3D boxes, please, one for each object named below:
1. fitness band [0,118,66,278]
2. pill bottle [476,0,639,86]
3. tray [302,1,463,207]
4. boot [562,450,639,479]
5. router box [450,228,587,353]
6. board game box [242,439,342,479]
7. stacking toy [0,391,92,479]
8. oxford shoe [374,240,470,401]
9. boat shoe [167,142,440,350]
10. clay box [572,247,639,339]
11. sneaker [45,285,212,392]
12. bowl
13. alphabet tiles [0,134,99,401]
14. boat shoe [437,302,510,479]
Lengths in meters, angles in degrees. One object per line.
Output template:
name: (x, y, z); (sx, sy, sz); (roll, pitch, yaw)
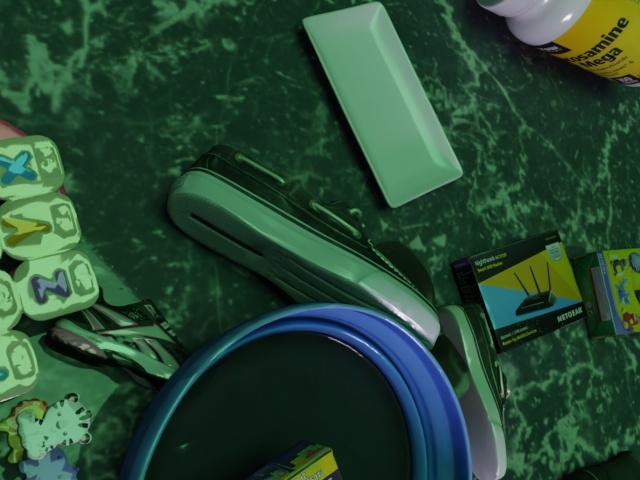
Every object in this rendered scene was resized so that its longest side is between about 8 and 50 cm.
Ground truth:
fitness band: (-0.377, -0.024, 0.620); (0.290, 0.054, 0.209); (0, 76, -28)
pill bottle: (0.411, -0.374, 1.089); (0.333, 0.188, 0.188); (13, 70, -25)
tray: (0.081, -0.183, 0.939); (0.145, 0.030, 0.270); (-25, 89, -32)
boot: (0.414, 0.392, 0.940); (0.137, 0.077, 0.198); (-9, 82, -36)
router box: (0.276, 0.069, 0.967); (0.178, 0.046, 0.133); (-15, 83, -32)
board game box: (-0.044, 0.275, 0.592); (0.170, 0.048, 0.141); (-25, 100, -32)
stacking toy: (-0.206, 0.233, 0.575); (0.052, 0.167, 0.221); (-15, 83, -32)
oxford shoe: (0.112, 0.102, 0.859); (0.076, 0.076, 0.212); (-20, 69, -3)
boat shoe: (0.000, 0.000, 0.773); (0.335, 0.121, 0.119); (34, 56, -9)
clay box: (0.496, 0.076, 1.086); (0.222, 0.053, 0.128); (-4, 78, -29)
sneaker: (-0.170, 0.098, 0.692); (0.178, 0.072, 0.077); (29, 62, -21)
bowl: (-0.014, 0.255, 0.689); (0.391, 0.077, 0.391); (1, 87, -34)
alphabet tiles: (-0.344, 0.011, 0.591); (0.278, 0.021, 0.284); (-16, 87, -31)
boat shoe: (0.202, 0.184, 0.874); (0.070, 0.078, 0.219); (-4, 76, -29)
